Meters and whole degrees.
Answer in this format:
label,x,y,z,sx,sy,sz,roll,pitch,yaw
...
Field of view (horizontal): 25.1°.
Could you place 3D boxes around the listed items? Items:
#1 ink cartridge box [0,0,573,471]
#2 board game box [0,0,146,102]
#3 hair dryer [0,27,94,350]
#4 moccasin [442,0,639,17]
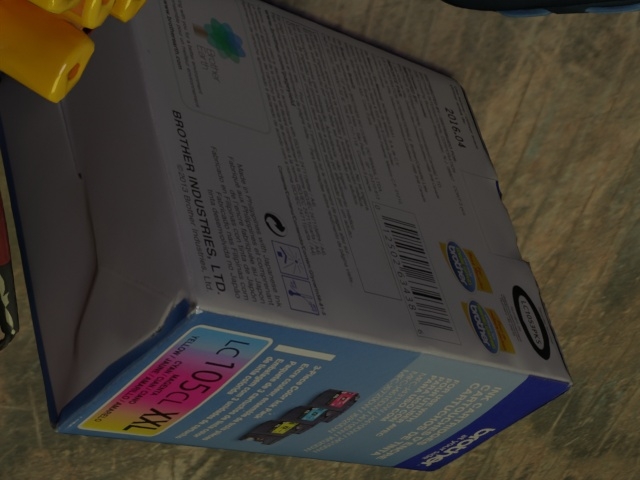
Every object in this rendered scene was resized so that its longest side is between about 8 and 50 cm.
label,x,y,z,sx,sy,sz,roll,pitch,yaw
ink cartridge box,0.000,0.000,0.964,0.395,0.270,0.151,13,140,-41
board game box,0.004,-0.280,0.450,0.390,0.050,0.390,-53,169,-27
hair dryer,-0.203,-0.076,0.816,0.080,0.223,0.293,-47,-177,-42
moccasin,0.208,-0.200,0.833,0.342,0.138,0.117,3,169,40
